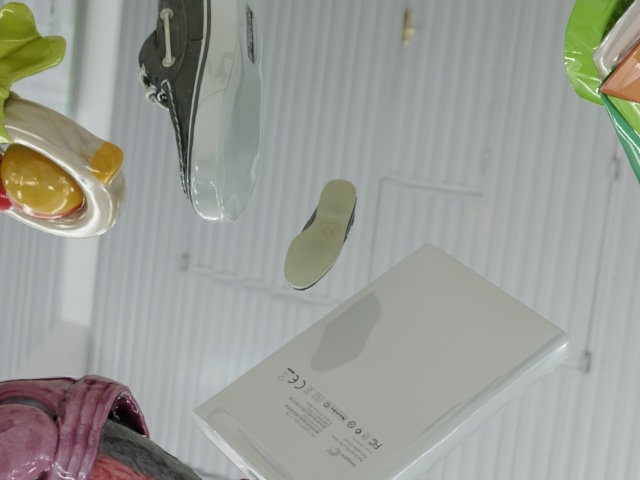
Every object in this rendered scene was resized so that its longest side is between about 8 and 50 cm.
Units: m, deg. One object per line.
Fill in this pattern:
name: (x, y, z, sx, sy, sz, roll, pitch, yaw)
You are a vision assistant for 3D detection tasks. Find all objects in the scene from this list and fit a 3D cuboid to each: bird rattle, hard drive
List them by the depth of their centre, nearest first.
bird rattle: (-0.269, -0.062, 1.124, 0.207, 0.253, 0.143, 28, -130, 0)
hard drive: (0.058, 0.137, 1.247, 0.307, 0.040, 0.203, -34, -134, -22)

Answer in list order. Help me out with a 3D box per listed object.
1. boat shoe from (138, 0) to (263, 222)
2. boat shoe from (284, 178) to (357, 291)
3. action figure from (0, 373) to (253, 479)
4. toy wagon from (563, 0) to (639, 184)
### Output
boat shoe: (-0.079, -0.110, 0.846, 0.070, 0.219, 0.078, -6, 154, 14)
boat shoe: (0.002, 0.001, 1.291, 0.049, 0.133, 0.042, 19, 147, 10)
action figure: (-0.196, 0.118, 0.635, 0.370, 0.276, 0.248, -4, 153, 8)
toy wagon: (0.229, 0.028, 0.454, 0.267, 0.068, 0.344, 26, 158, 48)
